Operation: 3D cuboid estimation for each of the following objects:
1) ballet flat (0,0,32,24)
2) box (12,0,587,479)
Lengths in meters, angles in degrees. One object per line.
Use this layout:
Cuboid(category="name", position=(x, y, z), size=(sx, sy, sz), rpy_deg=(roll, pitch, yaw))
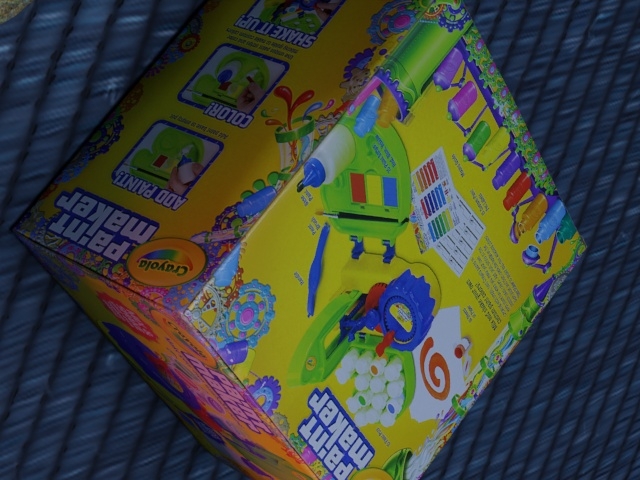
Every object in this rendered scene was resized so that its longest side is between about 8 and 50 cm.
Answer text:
Cuboid(category="ballet flat", position=(-0.125, -0.226, 1.020), size=(0.348, 0.123, 0.123), rpy_deg=(-39, 132, -30))
Cuboid(category="box", position=(0.000, 0.000, 1.190), size=(0.279, 0.177, 0.290), rpy_deg=(-52, 137, -18))
